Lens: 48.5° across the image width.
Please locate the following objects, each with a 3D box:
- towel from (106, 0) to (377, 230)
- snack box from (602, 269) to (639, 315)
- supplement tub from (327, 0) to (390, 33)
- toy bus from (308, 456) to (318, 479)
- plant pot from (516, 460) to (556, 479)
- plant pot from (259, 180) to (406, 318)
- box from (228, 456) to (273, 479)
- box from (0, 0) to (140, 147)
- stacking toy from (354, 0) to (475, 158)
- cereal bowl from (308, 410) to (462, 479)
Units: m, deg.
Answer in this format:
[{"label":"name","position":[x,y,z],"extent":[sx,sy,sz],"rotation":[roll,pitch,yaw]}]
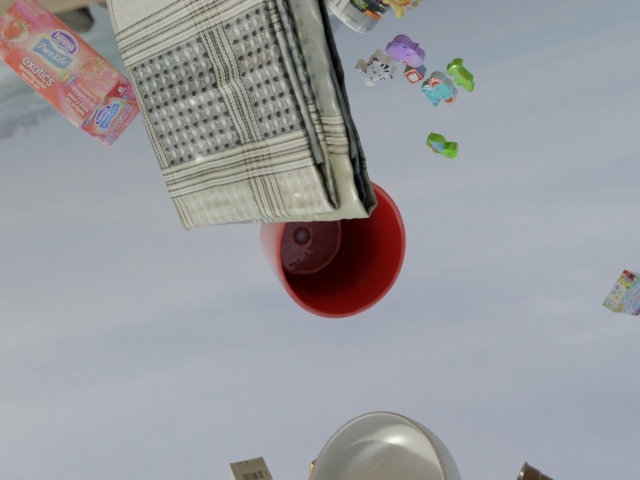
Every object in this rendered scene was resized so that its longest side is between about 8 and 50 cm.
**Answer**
[{"label":"towel","position":[-0.104,-0.159,0.777],"extent":[0.324,0.312,0.056],"rotation":[-4,-163,43]},{"label":"snack box","position":[0.739,0.126,1.688],"extent":[0.141,0.100,0.037],"rotation":[11,-160,-42]},{"label":"supplement tub","position":[0.112,-0.538,1.478],"extent":[0.190,0.117,0.117],"rotation":[-50,180,28]},{"label":"toy bus","position":[0.070,0.553,1.598],"extent":[0.190,0.104,0.202],"rotation":[2,-160,-12]},{"label":"plant pot","position":[0.571,0.672,1.800],"extent":[0.165,0.167,0.167],"rotation":[21,-151,15]},{"label":"plant pot","position":[0.000,0.000,1.445],"extent":[0.274,0.275,0.243],"rotation":[-21,-166,-18]},{"label":"box","position":[-0.192,0.665,1.951],"extent":[0.101,0.087,0.102],"rotation":[-6,-157,-19]},{"label":"box","position":[-0.528,-0.354,1.487],"extent":[0.142,0.300,0.154],"rotation":[-49,168,-1]},{"label":"stacking toy","position":[0.151,-0.244,1.023],"extent":[0.052,0.221,0.167],"rotation":[-15,-136,45]},{"label":"cereal bowl","position":[0.134,0.501,1.339],"extent":[0.339,0.339,0.141],"rotation":[2,160,47]}]
